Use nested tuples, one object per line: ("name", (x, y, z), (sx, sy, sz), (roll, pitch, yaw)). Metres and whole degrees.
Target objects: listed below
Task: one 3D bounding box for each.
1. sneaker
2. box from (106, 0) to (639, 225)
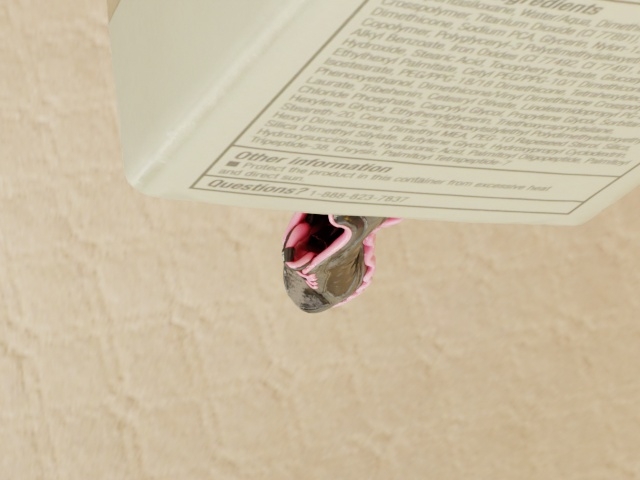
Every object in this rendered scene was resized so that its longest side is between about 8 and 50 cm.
("sneaker", (0.000, 0.000, 0.737), (0.047, 0.119, 0.057), (46, 56, 13))
("box", (0.074, -0.119, 0.346), (0.148, 0.311, 0.121), (4, 65, -28))
